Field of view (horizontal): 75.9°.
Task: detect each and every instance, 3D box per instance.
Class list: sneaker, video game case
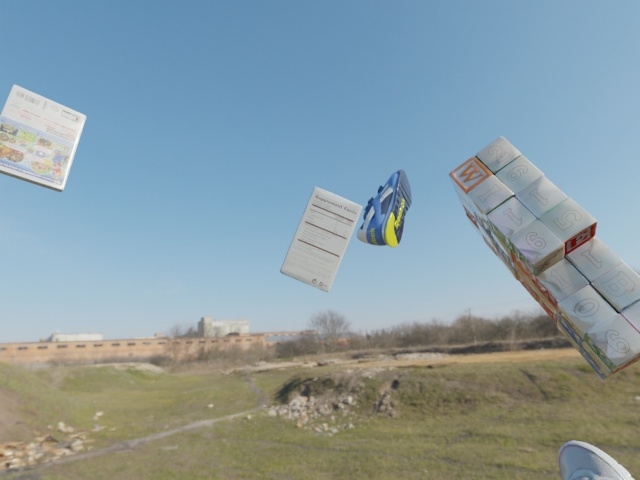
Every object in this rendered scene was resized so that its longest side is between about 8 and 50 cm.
[{"bbox_3d":[0.094,-0.050,0.595,0.059,0.144,0.053,-7,-49,36],"label":"sneaker"},{"bbox_3d":[0.415,0.412,0.601,0.111,0.252,0.103,29,-60,-16],"label":"sneaker"},{"bbox_3d":[-0.365,-0.131,0.530,0.087,0.122,0.011,22,-31,-38],"label":"video game case"}]

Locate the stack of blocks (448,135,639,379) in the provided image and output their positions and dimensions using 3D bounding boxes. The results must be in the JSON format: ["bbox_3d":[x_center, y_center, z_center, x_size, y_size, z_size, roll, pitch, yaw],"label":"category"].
[{"bbox_3d":[0.307,0.020,0.545,0.087,0.297,0.171,-36,-35,11],"label":"stack of blocks"}]

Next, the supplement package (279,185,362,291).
[{"bbox_3d":[0.000,0.000,0.826,0.105,0.180,0.105,22,-5,0],"label":"supplement package"}]
